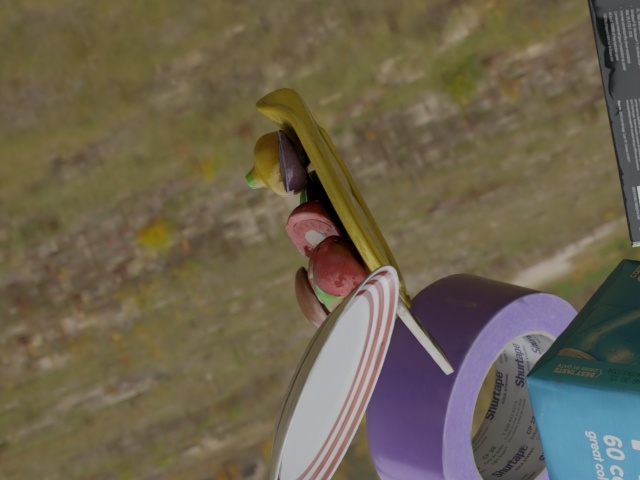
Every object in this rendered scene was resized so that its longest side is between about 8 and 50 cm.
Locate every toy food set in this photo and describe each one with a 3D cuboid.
[{"bbox_3d":[0.000,0.000,1.044,0.071,0.218,0.128,-30,155,6],"label":"toy food set"}]

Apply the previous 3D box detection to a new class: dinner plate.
[{"bbox_3d":[0.004,0.076,0.773,0.141,0.017,0.141,-57,162,-31],"label":"dinner plate"}]

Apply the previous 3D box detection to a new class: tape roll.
[{"bbox_3d":[0.127,0.125,1.200,0.080,0.189,0.189,14,-159,43],"label":"tape roll"}]

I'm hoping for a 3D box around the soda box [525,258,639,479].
[{"bbox_3d":[0.126,0.113,0.463,0.071,0.210,0.067,5,-147,38],"label":"soda box"}]

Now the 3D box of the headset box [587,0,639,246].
[{"bbox_3d":[0.263,-0.185,1.094,0.131,0.283,0.246,-6,138,14],"label":"headset box"}]
